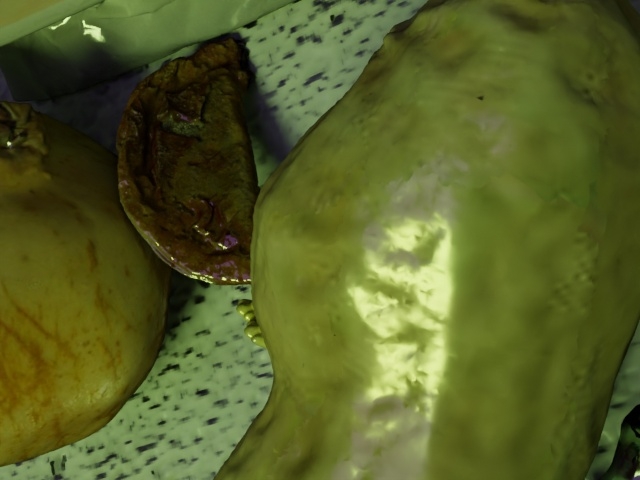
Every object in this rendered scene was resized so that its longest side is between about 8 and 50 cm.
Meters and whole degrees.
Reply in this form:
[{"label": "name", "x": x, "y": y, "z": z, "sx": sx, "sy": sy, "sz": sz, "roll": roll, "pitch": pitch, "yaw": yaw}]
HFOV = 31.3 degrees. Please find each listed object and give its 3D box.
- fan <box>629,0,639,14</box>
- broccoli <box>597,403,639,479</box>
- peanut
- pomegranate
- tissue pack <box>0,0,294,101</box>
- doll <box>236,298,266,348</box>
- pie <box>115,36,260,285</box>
[{"label": "fan", "x": 0.173, "y": -0.176, "z": 0.605, "sx": 0.233, "sy": 0.012, "sz": 0.414, "roll": -41, "pitch": 73, "yaw": 21}, {"label": "broccoli", "x": 0.156, "y": 0.165, "z": 0.525, "sx": 0.154, "sy": 0.160, "sz": 0.167, "roll": 53, "pitch": 127, "yaw": 42}, {"label": "peanut", "x": 0.050, "y": 0.047, "z": 0.559, "sx": 0.192, "sy": 0.169, "sz": 0.387, "roll": 18, "pitch": 95, "yaw": -10}, {"label": "pomegranate", "x": -0.211, "y": 0.020, "z": 0.683, "sx": 0.248, "sy": 0.248, "sz": 0.248, "roll": -1, "pitch": 88, "yaw": 28}, {"label": "tissue pack", "x": -0.136, "y": -0.201, "z": 0.680, "sx": 0.305, "sy": 0.238, "sz": 0.238, "roll": -17, "pitch": 81, "yaw": 26}, {"label": "doll", "x": 0.000, "y": 0.000, "z": 0.663, "sx": 0.143, "sy": 0.058, "sz": 0.099, "roll": -54, "pitch": 35, "yaw": 24}, {"label": "pie", "x": -0.076, "y": -0.048, "z": 0.672, "sx": 0.033, "sy": 0.088, "sz": 0.191, "roll": 114, "pitch": 153, "yaw": -49}]
